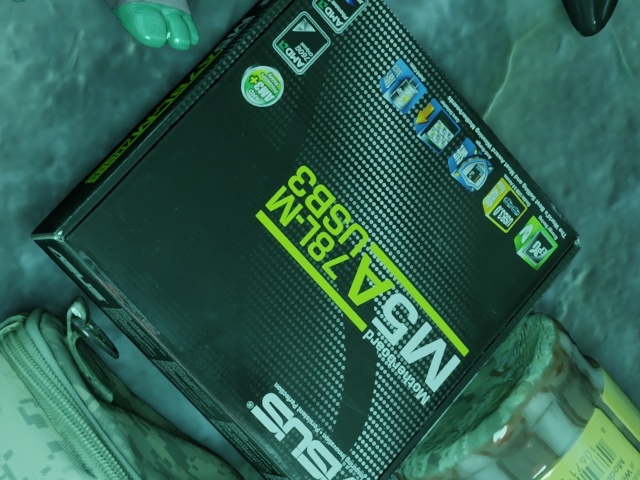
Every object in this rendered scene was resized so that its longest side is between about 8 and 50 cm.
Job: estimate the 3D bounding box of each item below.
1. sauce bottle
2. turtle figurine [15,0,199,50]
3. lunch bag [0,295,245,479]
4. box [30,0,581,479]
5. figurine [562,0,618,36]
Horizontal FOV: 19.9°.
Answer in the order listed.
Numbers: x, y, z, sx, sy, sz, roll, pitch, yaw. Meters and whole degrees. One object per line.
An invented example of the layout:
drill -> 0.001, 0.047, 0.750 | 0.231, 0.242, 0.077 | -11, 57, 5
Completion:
sauce bottle -> 0.175, 0.188, 0.890 | 0.111, 0.111, 0.344 | -41, 106, 1
turtle figurine -> -0.054, -0.197, 0.711 | 0.175, 0.118, 0.234 | 24, 114, -12
lunch bag -> -0.141, 0.208, 0.795 | 0.305, 0.212, 0.256 | -43, 91, 2
box -> 0.000, 0.000, 0.815 | 0.184, 0.045, 0.190 | -48, 109, -20
figurine -> 0.077, -0.219, 0.784 | 0.215, 0.092, 0.209 | 22, 103, -14
